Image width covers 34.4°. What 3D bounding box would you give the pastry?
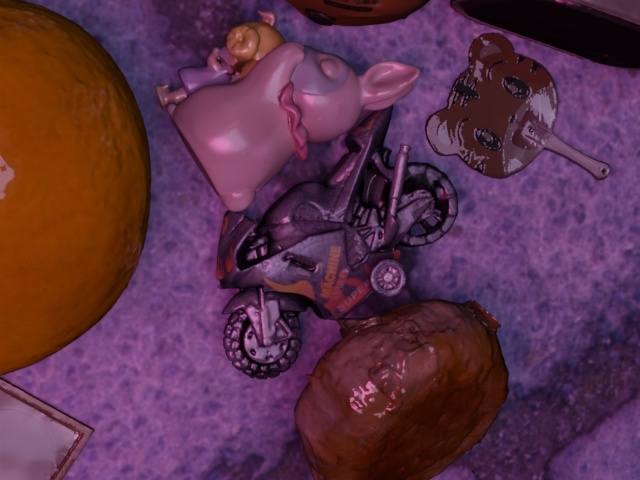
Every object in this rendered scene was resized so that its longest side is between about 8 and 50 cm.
[{"bbox_3d":[0.079,0.166,1.079,0.236,0.121,0.257,-23,140,-21],"label":"pastry"}]

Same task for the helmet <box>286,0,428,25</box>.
[{"bbox_3d":[0.041,-0.318,1.039,0.224,0.130,0.198,11,91,-14],"label":"helmet"}]

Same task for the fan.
[{"bbox_3d":[0.238,-0.125,1.174,0.227,0.008,0.152,28,89,-15],"label":"fan"}]

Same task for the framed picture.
[{"bbox_3d":[-0.348,0.249,1.073,0.136,0.010,0.201,33,89,-16],"label":"framed picture"}]

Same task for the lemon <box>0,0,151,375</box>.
[{"bbox_3d":[-0.304,-0.044,0.886,0.348,0.348,0.348,-2,97,-14],"label":"lemon"}]

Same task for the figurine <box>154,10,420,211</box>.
[{"bbox_3d":[-0.031,-0.151,1.045,0.235,0.127,0.155,-32,72,-8],"label":"figurine"}]

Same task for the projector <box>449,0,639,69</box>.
[{"bbox_3d":[0.300,-0.322,1.039,0.248,0.248,0.249,15,93,-16],"label":"projector"}]

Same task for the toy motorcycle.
[{"bbox_3d":[0.000,0.000,1.082,0.307,0.108,0.173,-41,99,-8],"label":"toy motorcycle"}]
